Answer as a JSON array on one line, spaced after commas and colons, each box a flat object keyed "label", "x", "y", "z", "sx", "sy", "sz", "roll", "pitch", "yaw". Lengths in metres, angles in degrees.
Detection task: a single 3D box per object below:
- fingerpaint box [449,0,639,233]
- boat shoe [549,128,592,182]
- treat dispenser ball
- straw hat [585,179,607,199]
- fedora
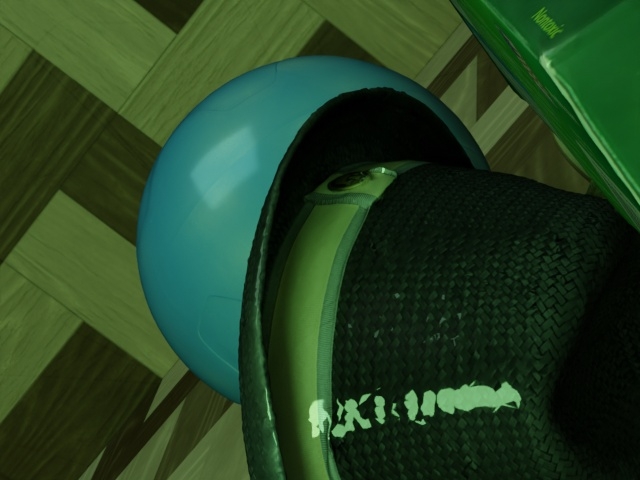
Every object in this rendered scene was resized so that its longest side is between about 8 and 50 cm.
[{"label": "fingerpaint box", "x": 0.233, "y": -0.178, "z": 0.684, "sx": 0.371, "sy": 0.163, "sz": 0.445, "roll": -35, "pitch": 19, "yaw": 8}, {"label": "boat shoe", "x": 0.269, "y": -0.172, "z": 1.134, "sx": 0.342, "sy": 0.123, "sz": 0.123, "roll": -51, "pitch": 4, "yaw": -35}, {"label": "treat dispenser ball", "x": 0.000, "y": 0.000, "z": 1.275, "sx": 0.288, "sy": 0.288, "sz": 0.288, "roll": -51, "pitch": 8, "yaw": 10}, {"label": "straw hat", "x": 0.224, "y": -0.026, "z": 0.924, "sx": 0.144, "sy": 0.144, "sz": 0.061, "roll": -49, "pitch": 51, "yaw": 22}, {"label": "fedora", "x": 0.095, "y": 0.063, "z": 0.830, "sx": 0.153, "sy": 0.334, "sz": 0.334, "roll": -7, "pitch": 33, "yaw": 27}]
